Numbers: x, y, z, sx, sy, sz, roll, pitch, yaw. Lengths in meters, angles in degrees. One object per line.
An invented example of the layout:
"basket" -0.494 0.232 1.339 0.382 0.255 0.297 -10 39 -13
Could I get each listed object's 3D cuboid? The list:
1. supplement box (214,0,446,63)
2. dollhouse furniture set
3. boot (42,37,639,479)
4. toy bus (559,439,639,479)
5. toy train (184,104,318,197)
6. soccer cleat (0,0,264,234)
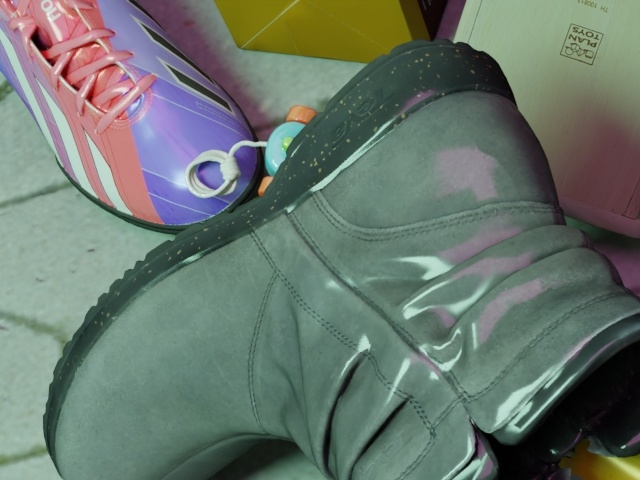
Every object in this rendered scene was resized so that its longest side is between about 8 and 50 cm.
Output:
"supplement box" 0.010 -0.241 1.018 0.129 0.191 0.194 9 63 22
"dollhouse furniture set" 0.210 -0.161 0.985 0.286 0.198 0.303 19 34 4
"boot" -0.001 0.083 0.796 0.338 0.118 0.222 -48 45 27
"toy bus" 0.269 0.154 0.736 0.333 0.130 0.108 30 73 30
"toy train" 0.000 0.000 0.939 0.125 0.046 0.166 -28 77 -12
"soccer cleat" -0.153 -0.124 1.045 0.108 0.116 0.318 -38 57 -8
